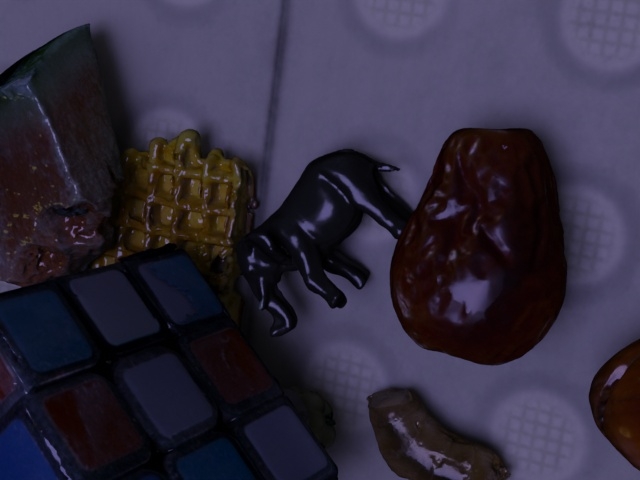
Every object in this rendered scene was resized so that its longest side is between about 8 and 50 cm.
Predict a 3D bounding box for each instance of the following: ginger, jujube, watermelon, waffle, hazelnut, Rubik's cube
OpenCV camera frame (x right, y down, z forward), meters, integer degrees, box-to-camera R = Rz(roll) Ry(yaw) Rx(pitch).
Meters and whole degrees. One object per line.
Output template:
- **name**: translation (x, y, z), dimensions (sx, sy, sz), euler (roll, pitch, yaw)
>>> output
- **ginger**: translation (0.128, 0.243, 1.426), dimensions (0.190, 0.069, 0.095), euler (29, 87, 17)
- **jujube**: translation (0.174, 0.004, 1.311), dimensions (0.190, 0.190, 0.255), euler (7, 95, 22)
- **watermelon**: translation (-0.359, -0.101, 1.486), dimensions (0.264, 0.151, 0.302), euler (-31, 76, 37)
- **waffle**: translation (-0.178, 0.018, 1.519), dimensions (0.309, 0.065, 0.283), euler (-39, 81, 28)
- **hazelnut**: translation (0.376, 0.168, 1.264), dimensions (0.182, 0.182, 0.182), euler (4, 101, 22)
- **Rubik's cube**: translation (-0.257, 0.258, 1.360), dimensions (0.362, 0.363, 0.358), euler (-41, 78, 31)

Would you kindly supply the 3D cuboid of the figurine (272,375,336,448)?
- **figurine**: translation (-0.069, 0.238, 1.497), dimensions (0.197, 0.093, 0.147), euler (-22, 65, 38)

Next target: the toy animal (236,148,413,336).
- **toy animal**: translation (0.000, 0.001, 1.426), dimensions (0.146, 0.114, 0.245), euler (41, 90, 5)
